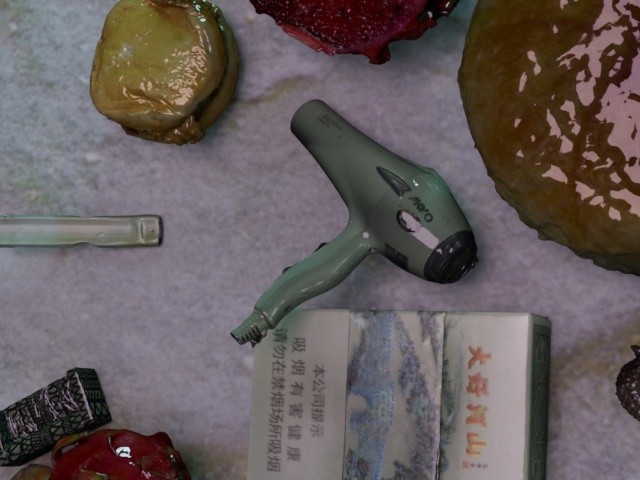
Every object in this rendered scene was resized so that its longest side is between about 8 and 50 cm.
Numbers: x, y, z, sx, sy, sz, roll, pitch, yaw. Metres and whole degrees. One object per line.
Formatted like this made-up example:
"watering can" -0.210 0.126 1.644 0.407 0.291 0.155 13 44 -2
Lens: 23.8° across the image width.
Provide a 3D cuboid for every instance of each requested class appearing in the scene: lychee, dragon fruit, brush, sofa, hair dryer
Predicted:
"lychee" 0.276 0.119 1.228 0.083 0.068 0.067 48 144 19
"dragon fruit" -0.192 0.232 1.381 0.166 0.133 0.136 -24 29 53
"brush" -0.238 -0.007 1.496 0.178 0.030 0.033 0 75 14
"sofa" -0.266 0.172 1.473 0.118 0.039 0.060 -27 72 18
"dragon fruit" 0.034 -0.267 1.352 0.189 0.163 0.262 -39 70 -17
"hair dryer" 0.004 -0.028 1.344 0.224 0.088 0.219 -20 54 -1

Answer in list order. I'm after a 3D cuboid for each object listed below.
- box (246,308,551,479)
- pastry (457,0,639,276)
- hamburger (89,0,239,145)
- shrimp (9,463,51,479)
"box" 0.066 0.144 1.312 0.256 0.069 0.164 0 82 24
"pastry" 0.265 -0.124 1.226 0.329 0.136 0.330 -3 82 22
"hamburger" -0.146 -0.164 1.446 0.138 0.083 0.147 8 84 29
"shrimp" -0.296 0.307 1.470 0.101 0.042 0.190 23 93 46
